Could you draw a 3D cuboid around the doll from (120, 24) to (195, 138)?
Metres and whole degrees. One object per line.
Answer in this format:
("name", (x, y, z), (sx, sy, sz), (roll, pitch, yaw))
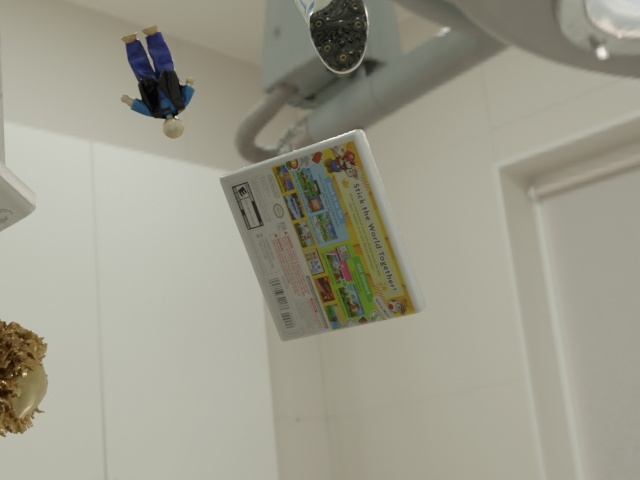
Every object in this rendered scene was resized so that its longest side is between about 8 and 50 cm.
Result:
("doll", (-0.278, -0.261, 1.762), (0.129, 0.189, 0.046), (-21, 13, -5))

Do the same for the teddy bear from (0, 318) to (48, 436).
("teddy bear", (-0.362, 0.051, 0.865), (0.113, 0.245, 0.338), (-32, -63, 27))

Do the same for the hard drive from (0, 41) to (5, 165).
("hard drive", (-0.541, -0.225, 1.428), (0.210, 0.318, 0.040), (8, 26, 5))

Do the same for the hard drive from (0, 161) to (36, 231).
("hard drive", (-0.568, -0.096, 1.328), (0.233, 0.047, 0.353), (-28, -43, 10))

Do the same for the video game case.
("video game case", (0.000, 0.000, 1.265), (0.206, 0.227, 0.026), (-15, 9, 32))

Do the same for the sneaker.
("sneaker", (0.009, -0.318, 1.404), (0.085, 0.237, 0.086), (-17, -25, -1))
